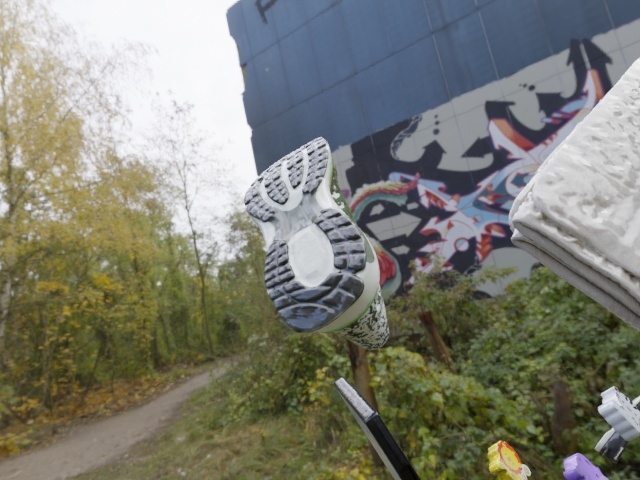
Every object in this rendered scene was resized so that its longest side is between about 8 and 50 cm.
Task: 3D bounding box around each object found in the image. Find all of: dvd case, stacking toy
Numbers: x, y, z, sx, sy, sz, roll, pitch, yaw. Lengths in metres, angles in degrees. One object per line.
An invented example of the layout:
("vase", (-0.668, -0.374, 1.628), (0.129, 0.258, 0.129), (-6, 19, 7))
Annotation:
("dvd case", (0.108, 0.308, 0.547), (0.022, 0.253, 0.180), (-32, 0, -10))
("stacking toy", (0.311, 0.284, 0.431), (0.052, 0.221, 0.167), (-9, -36, -50))

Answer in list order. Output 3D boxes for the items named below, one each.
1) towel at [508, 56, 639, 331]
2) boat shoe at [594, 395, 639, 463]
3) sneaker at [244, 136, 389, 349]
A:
("towel", (0.293, -0.041, 0.348), (0.282, 0.187, 0.049), (-41, -18, -24))
("boat shoe", (0.526, 0.323, 0.716), (0.125, 0.038, 0.046), (-52, -37, 0))
("sneaker", (0.000, 0.000, 0.623), (0.158, 0.410, 0.182), (-27, -50, 12))
